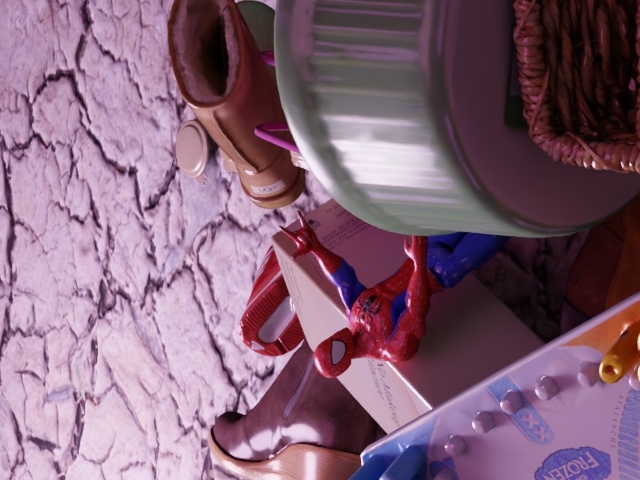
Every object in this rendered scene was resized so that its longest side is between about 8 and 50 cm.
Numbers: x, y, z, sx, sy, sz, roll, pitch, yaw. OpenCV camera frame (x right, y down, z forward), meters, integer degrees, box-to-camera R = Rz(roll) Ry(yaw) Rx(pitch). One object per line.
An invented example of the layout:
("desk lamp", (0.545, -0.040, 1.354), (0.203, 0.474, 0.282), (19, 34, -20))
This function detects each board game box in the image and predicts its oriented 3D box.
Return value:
("board game box", (0.240, 0.254, 1.310), (0.390, 0.050, 0.390), (51, 140, -2))

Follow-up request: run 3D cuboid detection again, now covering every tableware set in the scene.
("tableware set", (-0.111, -0.140, 1.958), (0.141, 0.020, 0.168), (11, 101, 52))

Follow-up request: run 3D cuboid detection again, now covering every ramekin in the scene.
("ramekin", (0.130, -0.144, 1.294), (0.148, 0.303, 0.303), (12, 104, 50))

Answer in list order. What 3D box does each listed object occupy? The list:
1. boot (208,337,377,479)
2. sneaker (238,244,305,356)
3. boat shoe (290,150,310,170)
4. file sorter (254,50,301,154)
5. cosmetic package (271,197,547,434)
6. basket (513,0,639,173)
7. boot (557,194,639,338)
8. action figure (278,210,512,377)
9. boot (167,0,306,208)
("boot", (-0.015, 0.148, 1.823), (0.248, 0.090, 0.206), (21, 97, 57))
("sneaker", (0.000, 0.000, 1.757), (0.221, 0.087, 0.128), (-42, 22, 18))
("boat shoe", (0.032, -0.052, 1.578), (0.135, 0.050, 0.045), (16, 109, 28))
("file sorter", (0.066, -0.210, 1.542), (0.182, 0.202, 0.290), (26, 115, 55))
("cosmetic package", (0.095, 0.100, 1.558), (0.309, 0.113, 0.160), (46, 162, 44))
("basket", (0.259, -0.190, 1.129), (0.213, 0.223, 0.299), (26, 125, 59))
("boot", (0.295, -0.020, 1.361), (0.264, 0.096, 0.280), (23, 105, 60))
("action figure", (0.085, -0.011, 1.448), (0.091, 0.280, 0.139), (34, 164, 50))
("boot", (-0.077, -0.174, 1.703), (0.269, 0.089, 0.236), (59, -165, -66))
